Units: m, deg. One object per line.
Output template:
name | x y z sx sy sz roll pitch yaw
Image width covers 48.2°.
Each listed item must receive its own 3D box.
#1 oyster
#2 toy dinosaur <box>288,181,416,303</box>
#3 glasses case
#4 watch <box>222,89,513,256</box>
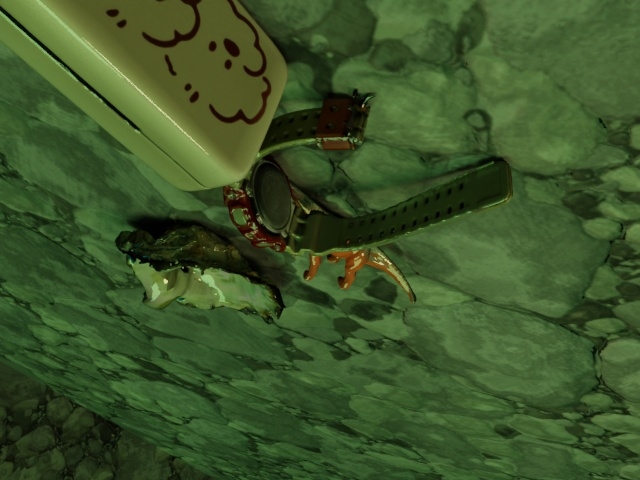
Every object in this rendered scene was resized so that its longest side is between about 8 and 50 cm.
oyster | -0.174 0.053 1.032 0.259 0.092 0.198 11 153 -5
toy dinosaur | 0.000 -0.004 0.847 0.279 0.055 0.101 25 125 -16
glasses case | -0.162 -0.184 0.525 0.076 0.144 0.336 -4 146 39
watch | 0.030 -0.062 0.695 0.268 0.102 0.165 -18 134 36
